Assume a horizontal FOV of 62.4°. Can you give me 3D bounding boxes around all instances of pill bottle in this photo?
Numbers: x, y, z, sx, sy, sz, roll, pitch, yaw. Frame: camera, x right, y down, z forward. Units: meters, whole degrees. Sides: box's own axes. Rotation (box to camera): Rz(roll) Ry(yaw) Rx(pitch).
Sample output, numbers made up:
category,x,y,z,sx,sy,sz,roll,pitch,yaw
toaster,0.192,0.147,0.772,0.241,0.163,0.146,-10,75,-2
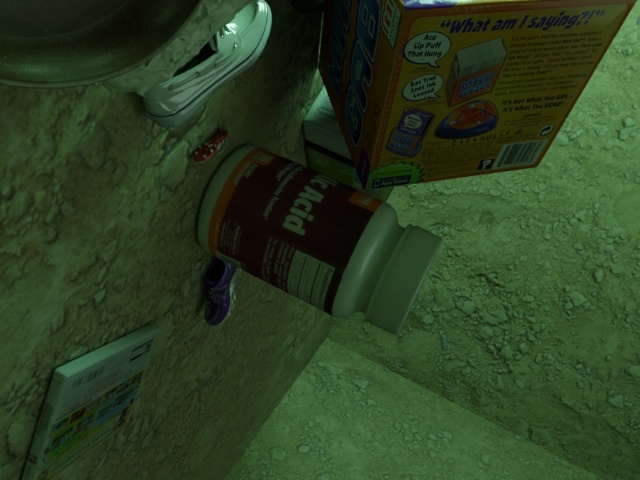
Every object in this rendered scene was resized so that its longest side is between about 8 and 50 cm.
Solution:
category,x,y,z,sx,sy,sz,roll,pitch,yaw
pill bottle,0.000,0.000,0.952,0.224,0.392,0.224,-60,167,-23

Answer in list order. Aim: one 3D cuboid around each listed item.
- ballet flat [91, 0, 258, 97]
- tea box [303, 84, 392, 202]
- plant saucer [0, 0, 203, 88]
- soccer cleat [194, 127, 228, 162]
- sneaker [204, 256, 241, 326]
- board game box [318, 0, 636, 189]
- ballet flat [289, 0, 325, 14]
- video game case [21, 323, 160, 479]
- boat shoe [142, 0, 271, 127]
category,x,y,z,sx,sy,sz,roll,pitch,yaw
ballet flat,-0.081,-0.304,0.485,0.409,0.147,0.147,-53,166,-13
tea box,0.133,-0.298,1.338,0.329,0.220,0.323,-60,166,-18
plant saucer,-0.180,-0.248,0.296,0.311,0.050,0.310,-28,126,-46
soccer cleat,-0.168,-0.142,0.827,0.035,0.029,0.083,94,19,-50
sneaker,-0.214,0.095,1.073,0.071,0.068,0.170,-9,116,-57
board game box,0.220,-0.355,0.931,0.356,0.357,0.356,98,-20,-55
ballet flat,0.005,-0.457,0.832,0.074,0.074,0.203,-50,161,-51
video game case,-0.355,0.253,0.835,0.206,0.026,0.227,-68,169,13
boat shoe,-0.134,-0.237,0.647,0.226,0.083,0.076,-59,168,-20
